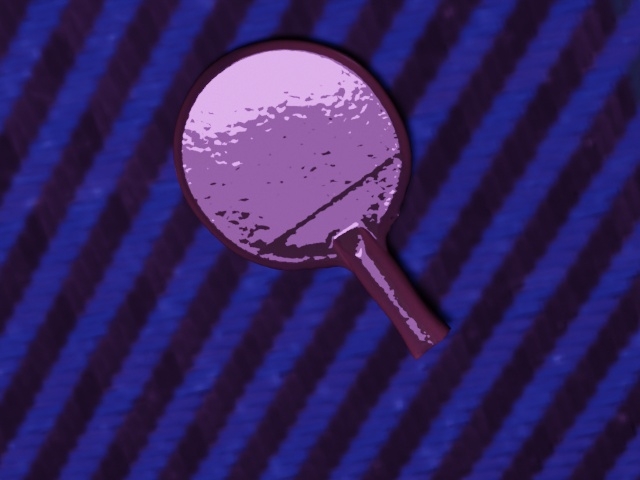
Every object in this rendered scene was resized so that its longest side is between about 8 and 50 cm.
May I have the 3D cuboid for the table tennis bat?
[{"bbox_3d":[0.000,0.000,0.746,0.107,0.119,0.170,-34,103,15],"label":"table tennis bat"}]
